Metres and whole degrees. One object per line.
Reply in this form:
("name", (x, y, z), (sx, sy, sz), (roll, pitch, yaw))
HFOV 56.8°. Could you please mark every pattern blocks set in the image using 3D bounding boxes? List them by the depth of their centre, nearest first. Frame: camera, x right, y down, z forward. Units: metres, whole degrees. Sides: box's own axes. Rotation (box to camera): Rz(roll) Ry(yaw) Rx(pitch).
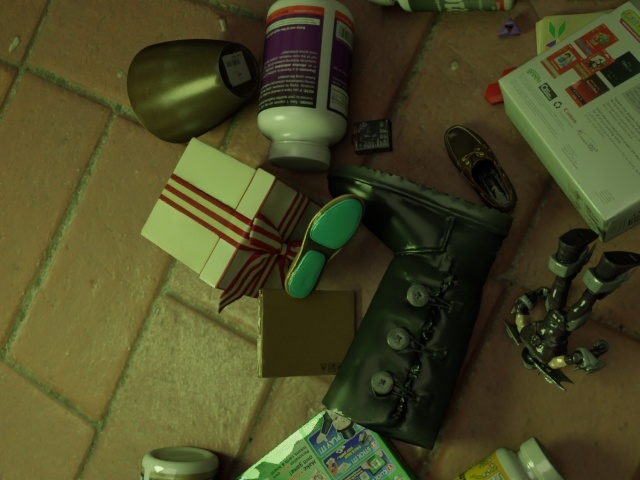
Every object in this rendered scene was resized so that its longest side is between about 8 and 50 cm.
("pattern blocks set", (0.493, -0.355, 1.101), (0.325, 0.026, 0.285), (13, 87, 20))

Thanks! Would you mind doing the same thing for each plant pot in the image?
("plant pot", (-0.240, -0.322, 1.211), (0.230, 0.215, 0.215), (-3, 80, 42))

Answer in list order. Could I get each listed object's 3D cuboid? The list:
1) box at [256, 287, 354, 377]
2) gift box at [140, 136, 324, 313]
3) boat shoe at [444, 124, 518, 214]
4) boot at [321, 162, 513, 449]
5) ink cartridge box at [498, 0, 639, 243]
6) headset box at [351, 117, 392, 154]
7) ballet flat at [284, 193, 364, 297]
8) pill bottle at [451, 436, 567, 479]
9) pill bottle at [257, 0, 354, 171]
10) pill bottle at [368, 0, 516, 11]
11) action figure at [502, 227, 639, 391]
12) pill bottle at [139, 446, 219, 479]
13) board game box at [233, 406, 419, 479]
("box", (-0.024, 0.176, 1.133), (0.021, 0.201, 0.164), (-15, 74, 62))
("gift box", (-0.156, -0.010, 1.168), (0.258, 0.255, 0.276), (28, 96, 29))
("boat shoe", (0.301, -0.139, 1.114), (0.073, 0.073, 0.207), (-37, 71, 12))
("boot", (0.109, 0.111, 1.102), (0.367, 0.146, 0.445), (20, 89, 20))
("ink cartridge box", (0.496, -0.201, 0.969), (0.272, 0.130, 0.309), (-31, 64, 12))
("headset box", (0.103, -0.212, 1.213), (0.083, 0.032, 0.062), (-5, 80, 19))
("ballet flat", (0.000, 0.000, 1.065), (0.080, 0.073, 0.232), (28, 114, -15))
("pill bottle", (0.304, 0.428, 1.005), (0.208, 0.117, 0.117), (-39, 72, 11))
("pill bottle", (-0.031, -0.310, 1.194), (0.181, 0.181, 0.323), (3, 83, 19))
("pill bottle", (0.236, -0.527, 1.144), (0.283, 0.161, 0.161), (7, 85, 20))
("action figure", (0.406, 0.124, 0.983), (0.185, 0.099, 0.285), (46, 136, 37))
("pill bottle", (-0.288, 0.559, 1.173), (0.153, 0.153, 0.264), (2, 83, 19))
("board game box", (0.001, 0.468, 1.143), (0.317, 0.046, 0.213), (-40, 73, 10))
